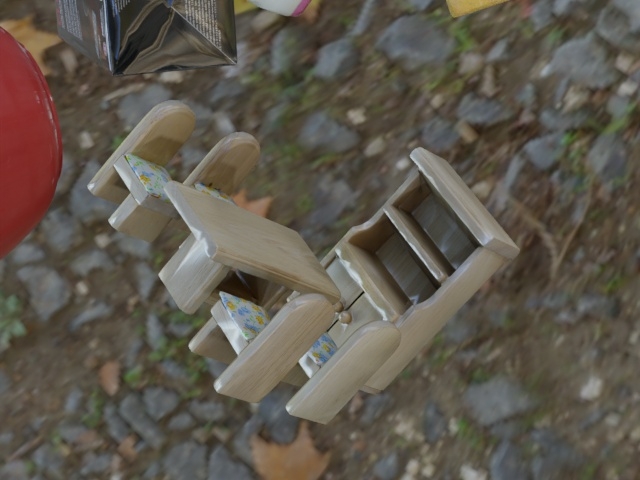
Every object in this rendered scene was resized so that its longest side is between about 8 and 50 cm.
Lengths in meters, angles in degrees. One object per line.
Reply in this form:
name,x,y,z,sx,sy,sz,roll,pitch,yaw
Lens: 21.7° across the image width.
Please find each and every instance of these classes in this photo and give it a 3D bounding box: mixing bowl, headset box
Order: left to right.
mixing bowl,-0.204,-0.057,0.918,0.181,0.098,0.181,40,139,46
headset box,-0.165,-0.270,1.433,0.110,0.293,0.218,-7,106,-17

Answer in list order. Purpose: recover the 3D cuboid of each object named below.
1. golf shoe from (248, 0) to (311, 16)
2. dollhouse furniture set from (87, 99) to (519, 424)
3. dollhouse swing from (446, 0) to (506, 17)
golf shoe,-0.037,-0.234,0.563,0.140,0.115,0.306,6,90,-4
dollhouse furniture set,0.000,0.000,1.194,0.161,0.242,0.212,-48,52,16
dollhouse swing,0.216,-0.399,1.319,0.305,0.315,0.347,-13,103,17
